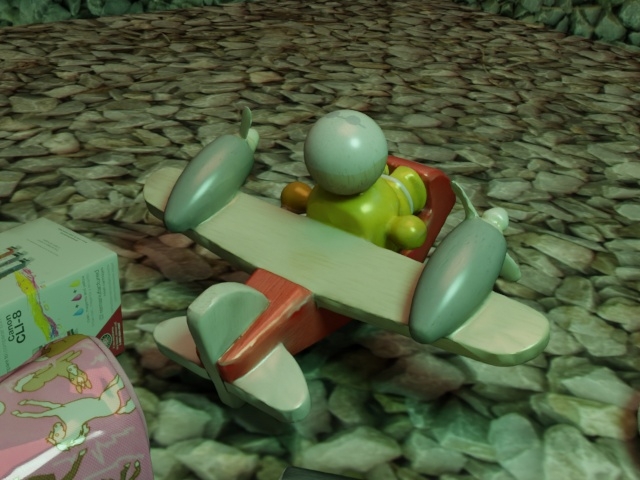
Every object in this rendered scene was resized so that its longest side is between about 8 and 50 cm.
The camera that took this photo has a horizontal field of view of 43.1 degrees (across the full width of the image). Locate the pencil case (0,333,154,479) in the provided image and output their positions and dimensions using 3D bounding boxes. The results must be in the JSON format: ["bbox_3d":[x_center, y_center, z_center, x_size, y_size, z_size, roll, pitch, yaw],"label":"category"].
[{"bbox_3d":[-0.312,0.197,0.559,0.386,0.160,0.167,-20,3,-36],"label":"pencil case"}]

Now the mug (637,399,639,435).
[{"bbox_3d":[0.474,0.122,0.732,0.374,0.276,0.328,-28,24,4],"label":"mug"}]

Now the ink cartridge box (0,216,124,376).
[{"bbox_3d":[-0.308,0.077,0.813,0.127,0.128,0.176,23,34,31],"label":"ink cartridge box"}]

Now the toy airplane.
[{"bbox_3d":[0.000,0.000,0.847,0.386,0.272,0.384,0,29,-8],"label":"toy airplane"}]

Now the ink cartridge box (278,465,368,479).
[{"bbox_3d":[0.085,0.251,0.508,0.303,0.072,0.307,10,6,8],"label":"ink cartridge box"}]
